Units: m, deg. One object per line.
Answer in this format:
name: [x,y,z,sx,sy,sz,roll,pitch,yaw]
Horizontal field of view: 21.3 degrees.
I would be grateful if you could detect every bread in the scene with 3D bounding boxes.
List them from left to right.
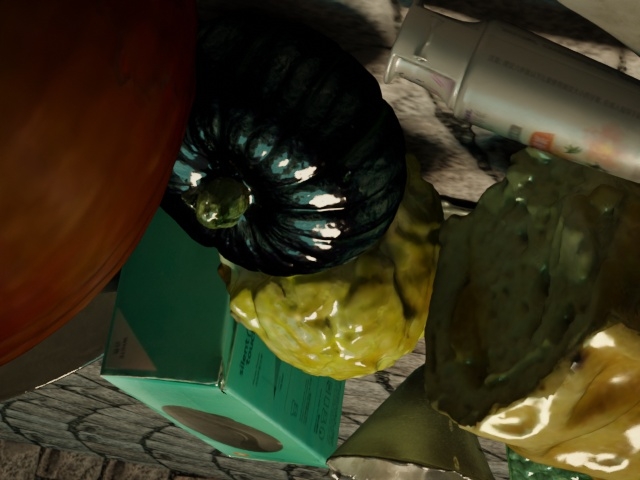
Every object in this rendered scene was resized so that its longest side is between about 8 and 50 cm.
bread: [0.217,0.063,1.242,0.252,0.238,0.196,14,166,-39]

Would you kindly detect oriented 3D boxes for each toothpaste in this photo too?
toothpaste: [0.197,-0.061,1.011,0.323,0.066,0.100,22,176,7]

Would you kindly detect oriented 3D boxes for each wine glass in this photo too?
wine glass: [0.097,0.090,1.399,0.156,0.232,0.156,11,163,3]

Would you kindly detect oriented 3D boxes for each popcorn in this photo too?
popcorn: [0.000,0.000,1.294,0.212,0.198,0.198,34,164,5]

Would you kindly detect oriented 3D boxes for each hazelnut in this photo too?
hazelnut: [-0.251,-0.081,0.902,0.402,0.402,0.429,18,158,-16]

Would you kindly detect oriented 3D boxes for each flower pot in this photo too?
flower pot: [-0.287,0.033,1.519,0.269,0.166,0.269,-26,165,-8]

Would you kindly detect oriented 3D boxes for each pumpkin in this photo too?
pumpkin: [-0.035,-0.061,1.131,0.194,0.150,0.194,38,170,8]

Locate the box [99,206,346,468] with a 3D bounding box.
box: [-0.068,0.070,1.504,0.118,0.205,0.311,1,161,19]

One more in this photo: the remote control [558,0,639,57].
remote control: [0.224,-0.102,0.988,0.229,0.044,0.073,24,165,-35]

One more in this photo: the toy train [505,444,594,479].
toy train: [0.285,0.148,1.463,0.272,0.159,0.188,5,-157,34]
